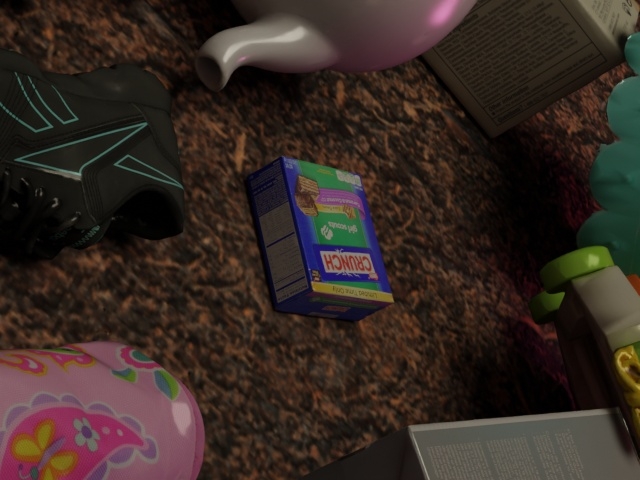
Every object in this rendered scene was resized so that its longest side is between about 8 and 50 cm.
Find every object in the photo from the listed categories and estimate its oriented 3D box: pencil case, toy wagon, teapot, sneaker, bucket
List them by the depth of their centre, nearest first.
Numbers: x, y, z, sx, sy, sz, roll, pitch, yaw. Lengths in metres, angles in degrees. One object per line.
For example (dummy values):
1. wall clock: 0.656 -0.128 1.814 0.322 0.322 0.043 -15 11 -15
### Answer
1. pencil case: -0.188 0.112 0.702 0.284 0.124 0.124 -2 67 -52
2. sneaker: -0.171 -0.047 0.842 0.267 0.101 0.106 -5 72 -51
3. teapot: 0.004 -0.259 1.074 0.187 0.252 0.256 20 38 -47
4. toy wagon: 0.239 0.137 1.091 0.344 0.068 0.267 76 -5 -75
5. bucket: 0.342 -0.048 1.280 0.281 0.183 0.281 13 90 -73

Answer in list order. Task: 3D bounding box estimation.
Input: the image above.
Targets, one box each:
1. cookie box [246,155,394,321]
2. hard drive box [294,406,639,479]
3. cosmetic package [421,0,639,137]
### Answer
1. cookie box: 0.000 0.000 1.066 0.092 0.040 0.107 10 59 -48
2. hard drive box: 0.073 0.180 0.910 0.232 0.181 0.089 5 61 -50
3. cosmetic package: 0.128 -0.261 1.304 0.309 0.160 0.113 49 36 -16
